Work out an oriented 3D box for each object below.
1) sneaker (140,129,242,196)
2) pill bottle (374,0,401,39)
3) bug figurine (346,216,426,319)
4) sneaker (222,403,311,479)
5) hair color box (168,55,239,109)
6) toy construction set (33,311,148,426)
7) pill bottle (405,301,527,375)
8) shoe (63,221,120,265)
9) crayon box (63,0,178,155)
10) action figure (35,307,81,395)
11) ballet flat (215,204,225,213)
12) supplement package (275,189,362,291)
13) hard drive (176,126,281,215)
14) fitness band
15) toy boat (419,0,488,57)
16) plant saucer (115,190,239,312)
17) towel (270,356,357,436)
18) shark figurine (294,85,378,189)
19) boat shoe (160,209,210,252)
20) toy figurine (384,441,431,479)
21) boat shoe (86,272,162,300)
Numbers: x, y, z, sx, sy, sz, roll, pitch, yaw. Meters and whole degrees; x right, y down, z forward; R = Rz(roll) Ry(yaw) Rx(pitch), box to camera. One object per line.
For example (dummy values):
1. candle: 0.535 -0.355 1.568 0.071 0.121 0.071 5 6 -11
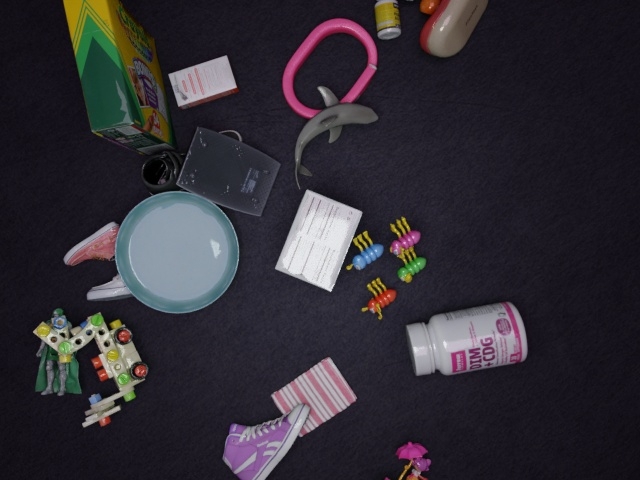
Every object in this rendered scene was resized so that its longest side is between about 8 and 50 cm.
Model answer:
1. sneaker: -0.342 -0.207 1.541 0.295 0.147 0.105 -30 88 0
2. pill bottle: 0.179 -0.608 1.568 0.065 0.065 0.117 -7 90 1
3. bug figurine: 0.175 0.069 1.483 0.216 0.279 0.072 -36 49 -12
4. sneaker: -0.156 0.515 1.550 0.161 0.102 0.282 39 99 6
5. hair color box: -0.316 -0.428 1.586 0.167 0.053 0.093 -17 91 0
6. toy construction set: -0.589 0.330 1.539 0.215 0.151 0.328 -24 103 -30
7. pill bottle: 0.373 0.261 1.518 0.282 0.160 0.161 -11 90 2
8. shoe: -0.606 0.031 1.587 0.178 0.063 0.081 -36 84 -3
9. crayon box: -0.475 -0.395 1.435 0.106 0.363 0.313 -11 90 1
10. action figure: -0.721 0.302 1.596 0.137 0.063 0.232 0 87 4
11. ballet flat: -0.342 -0.088 1.588 0.173 0.049 0.058 11 89 1
12. supplement package: 0.000 0.000 1.474 0.145 0.262 0.204 21 91 2
13. hard drive: -0.242 -0.177 1.526 0.254 0.054 0.172 20 91 -35
14. fitness band: 0.026 -0.458 1.578 0.209 0.054 0.291 38 90 1
15. toy boat: 0.329 -0.606 1.544 0.151 0.151 0.231 30 90 31
16. plant saucer: -0.372 0.030 1.532 0.317 0.044 0.318 0 94 -4
17. towel: -0.018 0.428 1.595 0.197 0.029 0.144 -34 89 4
18. shark figurine: 0.001 -0.280 1.511 0.278 0.116 0.166 -42 109 9
19. boat shoe: -0.372 -0.033 1.582 0.184 0.063 0.066 30 90 -5
20. toy figurine: 0.243 0.623 1.557 0.173 0.130 0.159 32 81 -21
21. boat shoe: -0.519 0.113 1.587 0.226 0.083 0.076 -9 79 -11
